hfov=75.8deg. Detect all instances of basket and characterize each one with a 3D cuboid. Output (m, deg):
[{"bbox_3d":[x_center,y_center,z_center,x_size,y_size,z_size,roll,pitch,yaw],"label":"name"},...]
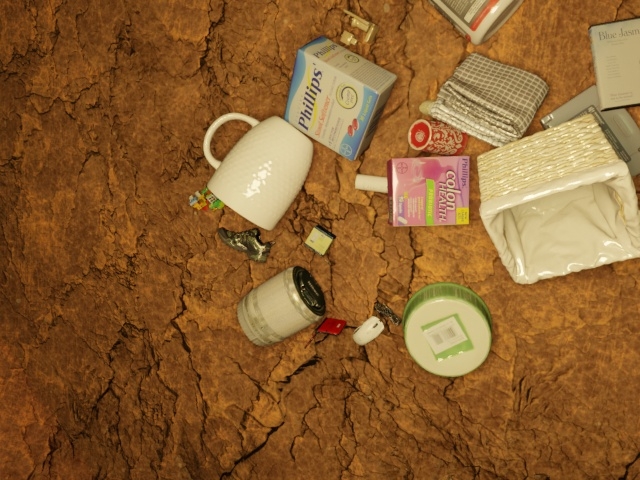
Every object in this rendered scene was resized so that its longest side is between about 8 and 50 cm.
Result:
[{"bbox_3d":[0.632,-0.101,1.125,0.331,0.267,0.328,-20,129,29],"label":"basket"}]

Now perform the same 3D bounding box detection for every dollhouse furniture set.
[{"bbox_3d":[0.089,-0.672,1.369,0.123,0.144,0.151,36,120,14],"label":"dollhouse furniture set"}]

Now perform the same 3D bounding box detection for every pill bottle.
[{"bbox_3d":[0.412,-0.780,1.211,0.210,0.210,0.363,-44,84,17],"label":"pill bottle"}]

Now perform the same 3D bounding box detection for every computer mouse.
[{"bbox_3d":[0.194,0.320,1.503,0.106,0.042,0.193,45,106,6],"label":"computer mouse"}]

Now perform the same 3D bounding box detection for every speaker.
[{"bbox_3d":[0.190,-0.197,1.431,0.136,0.055,0.055,9,99,15],"label":"speaker"}]

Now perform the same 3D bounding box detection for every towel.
[{"bbox_3d":[0.504,-0.428,1.224,0.283,0.121,0.235,31,65,12],"label":"towel"}]

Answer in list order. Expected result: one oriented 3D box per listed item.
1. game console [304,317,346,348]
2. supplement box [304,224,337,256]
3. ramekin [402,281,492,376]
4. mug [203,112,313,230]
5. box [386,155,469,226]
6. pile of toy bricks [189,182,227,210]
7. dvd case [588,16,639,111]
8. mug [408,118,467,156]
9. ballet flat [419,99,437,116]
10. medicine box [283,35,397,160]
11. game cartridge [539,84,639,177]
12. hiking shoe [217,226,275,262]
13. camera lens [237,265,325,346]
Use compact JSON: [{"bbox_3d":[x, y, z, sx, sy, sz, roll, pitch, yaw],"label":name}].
[{"bbox_3d":[0.021,0.344,1.503,0.124,0.144,0.085,6,100,15],"label":"game console"},{"bbox_3d":[0.000,0.000,1.511,0.083,0.056,0.083,34,105,10],"label":"supplement box"},{"bbox_3d":[0.421,0.302,1.378,0.303,0.148,0.304,2,98,16],"label":"ramekin"},{"bbox_3d":[-0.223,-0.273,1.413,0.374,0.276,0.328,36,95,-9],"label":"mug"},{"bbox_3d":[0.343,-0.158,1.330,0.242,0.117,0.214,-1,96,1],"label":"box"},{"bbox_3d":[-0.400,-0.166,1.594,0.212,0.118,0.105,-33,121,8],"label":"pile of toy bricks"},{"bbox_3d":[0.882,-0.508,1.176,0.180,0.022,0.253,-7,87,8],"label":"dvd case"},{"bbox_3d":[0.353,-0.326,1.302,0.150,0.169,0.113,21,110,50],"label":"mug"},{"bbox_3d":[0.404,-0.423,1.341,0.168,0.052,0.057,20,102,13],"label":"ballet flat"},{"bbox_3d":[0.054,-0.453,1.328,0.289,0.149,0.264,32,140,10],"label":"medicine box"},{"bbox_3d":[0.831,-0.301,1.234,0.196,0.060,0.294,-34,87,21],"label":"game cartridge"},{"bbox_3d":[-0.286,-0.007,1.591,0.226,0.086,0.114,30,91,5],"label":"hiking shoe"},{"bbox_3d":[-0.135,0.237,1.496,0.274,0.219,0.220,-31,88,18],"label":"camera lens"}]
